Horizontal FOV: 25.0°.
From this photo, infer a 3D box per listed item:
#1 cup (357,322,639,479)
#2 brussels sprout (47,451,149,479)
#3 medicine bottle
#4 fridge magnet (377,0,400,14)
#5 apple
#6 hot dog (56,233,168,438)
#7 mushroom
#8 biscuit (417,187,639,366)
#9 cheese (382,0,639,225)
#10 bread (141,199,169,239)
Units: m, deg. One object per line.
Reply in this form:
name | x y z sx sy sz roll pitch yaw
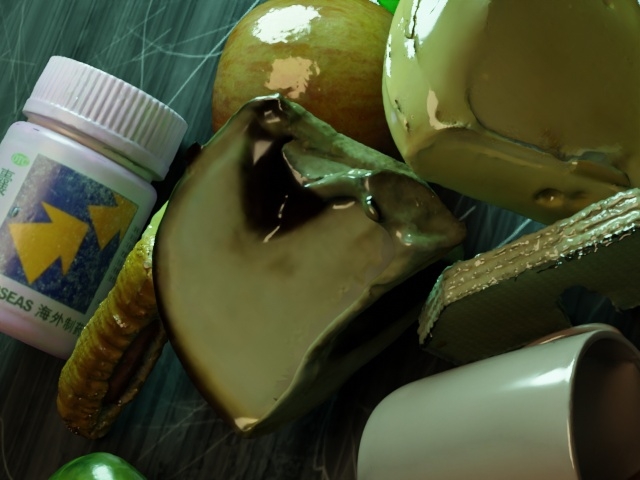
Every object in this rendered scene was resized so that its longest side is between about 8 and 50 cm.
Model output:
cup | 0.161 0.162 1.137 0.200 0.191 0.253 -16 30 34
brussels sprout | -0.210 0.279 1.387 0.155 0.117 0.155 7 102 37
medicine bottle | -0.279 -0.034 1.550 0.178 0.178 0.290 21 82 41
fridge magnet | 0.139 -0.297 1.418 0.208 0.088 0.208 -13 67 33
apple | 0.000 -0.133 1.373 0.188 0.211 0.211 5 70 14
hot dog | -0.201 0.100 1.423 0.083 0.068 0.289 57 138 25
mushroom | -0.007 -0.003 1.273 0.217 0.212 0.292 54 136 18
biscuit | 0.187 0.037 1.188 0.250 0.147 0.046 -25 59 28
cheese | 0.178 -0.162 1.239 0.128 0.260 0.315 -39 37 52
bread | -0.103 0.014 1.440 0.129 0.114 0.111 18 74 37
